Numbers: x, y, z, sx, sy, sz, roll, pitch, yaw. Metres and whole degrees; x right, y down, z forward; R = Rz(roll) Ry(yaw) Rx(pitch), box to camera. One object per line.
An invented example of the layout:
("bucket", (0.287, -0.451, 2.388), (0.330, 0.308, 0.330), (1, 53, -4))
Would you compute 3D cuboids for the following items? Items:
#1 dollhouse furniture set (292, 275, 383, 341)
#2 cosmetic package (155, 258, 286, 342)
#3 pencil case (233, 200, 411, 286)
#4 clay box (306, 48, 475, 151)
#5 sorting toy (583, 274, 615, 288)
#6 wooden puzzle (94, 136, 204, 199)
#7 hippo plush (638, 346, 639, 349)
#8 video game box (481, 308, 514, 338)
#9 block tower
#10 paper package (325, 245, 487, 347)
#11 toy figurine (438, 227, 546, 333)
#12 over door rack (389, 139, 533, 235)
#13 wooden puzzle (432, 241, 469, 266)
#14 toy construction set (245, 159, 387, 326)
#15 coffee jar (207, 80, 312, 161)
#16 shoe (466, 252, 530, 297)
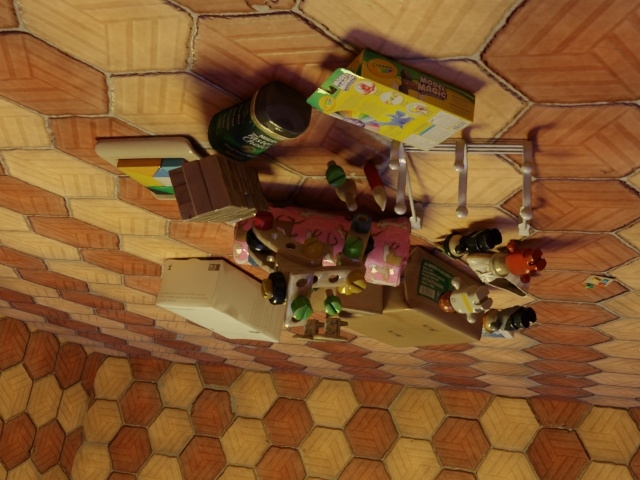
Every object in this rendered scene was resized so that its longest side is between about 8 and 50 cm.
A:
("dollhouse furniture set", (0.008, 0.131, 1.724), (0.242, 0.212, 0.161), (-11, 161, 44))
("cosmetic package", (-0.294, 0.189, 2.187), (0.217, 0.156, 0.385), (-1, 159, 31))
("pencil case", (0.000, 0.000, 1.536), (0.387, 0.160, 0.167), (7, 154, 4))
("clay box", (0.104, -0.210, 1.065), (0.222, 0.053, 0.127), (18, 158, -21))
("sorting toy", (0.678, 0.105, 1.737), (0.062, 0.012, 0.083), (7, 160, 5))
("wooden puzzle", (-0.313, -0.136, 1.465), (0.221, 0.044, 0.238), (2, 159, 21))
("hippo plush", (0.931, 0.216, 1.741), (0.236, 0.234, 0.294), (45, -175, -32))
("video game box", (0.480, 0.258, 2.199), (0.205, 0.048, 0.187), (-2, 155, 28))
("block tower", (-0.176, -0.087, 1.290), (0.091, 0.097, 0.335), (-16, 178, 6))
("paper package", (0.226, 0.159, 1.862), (0.310, 0.168, 0.325), (-12, 151, 42))
("toy figurine", (0.365, 0.089, 1.547), (0.213, 0.209, 0.148), (20, 163, -27))
("over door rack", (0.265, -0.073, 1.293), (0.240, 0.108, 0.324), (4, 160, 17))
("wooden puzzle", (0.302, 0.034, 1.649), (0.116, 0.014, 0.078), (31, -176, -25))
("toy construction set", (0.017, 0.026, 1.286), (0.258, 0.237, 0.308), (25, 116, -24))
("coffee jar", (-0.100, -0.193, 1.165), (0.096, 0.079, 0.184), (23, 156, -33))
("shoe", (0.434, 0.082, 1.715), (0.219, 0.058, 0.077), (22, 156, -33))
